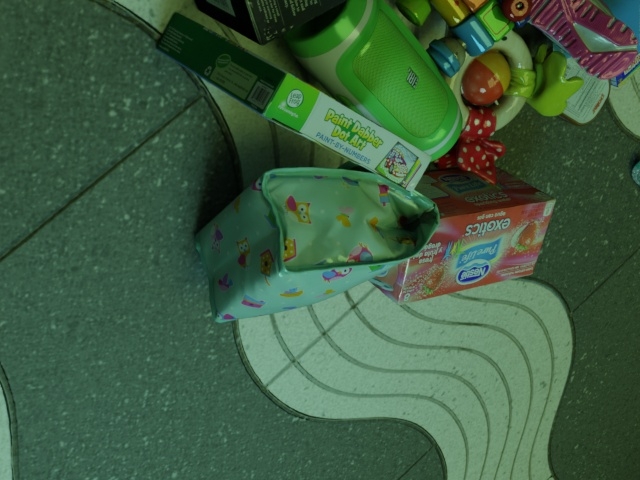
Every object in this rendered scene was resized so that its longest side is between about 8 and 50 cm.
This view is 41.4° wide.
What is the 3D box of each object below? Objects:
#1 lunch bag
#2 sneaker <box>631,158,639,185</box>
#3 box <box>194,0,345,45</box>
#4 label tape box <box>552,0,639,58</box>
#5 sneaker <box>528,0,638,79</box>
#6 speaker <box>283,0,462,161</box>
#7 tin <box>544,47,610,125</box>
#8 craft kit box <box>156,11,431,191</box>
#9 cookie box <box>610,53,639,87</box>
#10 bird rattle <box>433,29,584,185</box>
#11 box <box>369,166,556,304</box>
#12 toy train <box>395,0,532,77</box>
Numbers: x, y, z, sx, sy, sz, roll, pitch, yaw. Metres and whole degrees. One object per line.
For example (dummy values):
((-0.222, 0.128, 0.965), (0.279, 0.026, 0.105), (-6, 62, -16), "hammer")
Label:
((0.000, 0.000, 1.121), (0.262, 0.160, 0.223), (-7, 164, -33), "lunch bag")
((0.678, -0.136, 1.706), (0.166, 0.065, 0.076), (37, 75, -49), "sneaker")
((-0.034, -0.326, 0.945), (0.207, 0.153, 0.108), (-34, 133, -18), "box")
((0.512, -0.421, 1.315), (0.333, 0.106, 0.241), (-21, 115, -28), "label tape box")
((0.347, -0.340, 1.234), (0.103, 0.111, 0.252), (-42, 97, 20), "sneaker")
((0.076, -0.219, 1.120), (0.131, 0.131, 0.296), (-52, 136, 1), "speaker")
((0.425, -0.258, 1.434), (0.189, 0.040, 0.106), (17, 110, -43), "tin")
((-0.031, -0.160, 0.984), (0.246, 0.250, 0.061), (25, 99, -45), "craft kit box")
((0.521, -0.333, 1.456), (0.092, 0.040, 0.107), (-41, 135, -12), "cookie box")
((0.250, -0.223, 1.291), (0.253, 0.143, 0.207), (-37, 124, 5), "bird rattle")
((0.200, -0.018, 1.330), (0.300, 0.154, 0.142), (-10, 123, -35), "box")
((0.154, -0.347, 1.119), (0.143, 0.105, 0.248), (-44, 113, 1), "toy train")
